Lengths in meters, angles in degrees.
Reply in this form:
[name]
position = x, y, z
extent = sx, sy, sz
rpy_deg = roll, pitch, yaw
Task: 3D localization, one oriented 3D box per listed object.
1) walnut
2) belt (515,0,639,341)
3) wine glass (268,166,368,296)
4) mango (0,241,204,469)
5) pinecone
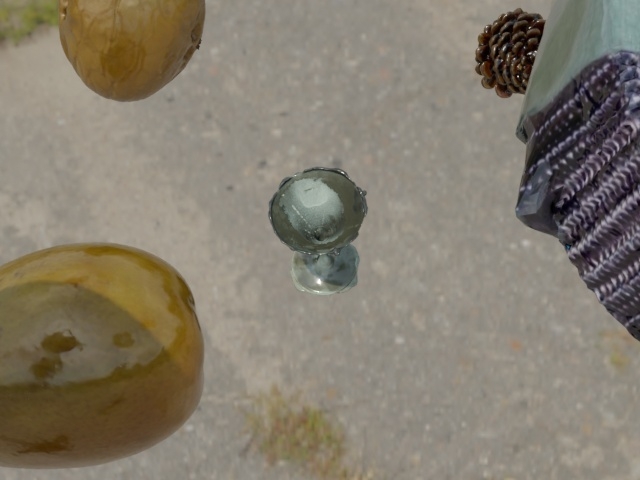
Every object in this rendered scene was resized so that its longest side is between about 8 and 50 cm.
[walnut]
position = -0.215, -0.235, 1.559
extent = 0.167, 0.211, 0.087
rpy_deg = 8, 35, -8
[belt]
position = 0.231, -0.077, 0.625
extent = 0.260, 0.122, 0.325
rpy_deg = 22, 62, -5
[wine glass]
position = 0.000, 0.000, 1.718
extent = 0.122, 0.183, 0.122
rpy_deg = -1, 65, 2
[mango]
position = -0.295, 0.131, 1.457
extent = 0.378, 0.264, 0.221
rpy_deg = -12, 64, 14
[pinecone]
position = 0.215, -0.199, 1.500
extent = 0.102, 0.102, 0.109
rpy_deg = -2, 19, 1
